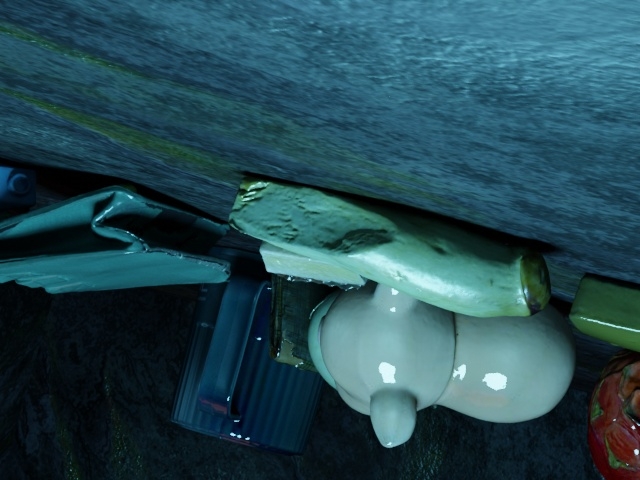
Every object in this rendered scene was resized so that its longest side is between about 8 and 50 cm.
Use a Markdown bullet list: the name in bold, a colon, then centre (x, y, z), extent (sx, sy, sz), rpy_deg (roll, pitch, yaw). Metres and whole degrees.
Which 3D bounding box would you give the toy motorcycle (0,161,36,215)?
- **toy motorcycle**: centre (-0.561, -0.071, 2.140), extent (0.416, 0.172, 0.232), rpy_deg (8, 164, -26)

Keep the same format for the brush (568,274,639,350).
- **brush**: centre (0.352, 0.089, 1.852), extent (0.123, 0.059, 0.197), rpy_deg (16, 174, 19)

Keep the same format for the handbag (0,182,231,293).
- **handbag**: centre (-0.283, 0.001, 2.193), extent (0.274, 0.100, 0.268), rpy_deg (-8, 168, 27)

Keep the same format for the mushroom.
- **mushroom**: centre (0.070, 0.007, 1.682), extent (0.333, 0.087, 0.107), rpy_deg (17, 175, 2)

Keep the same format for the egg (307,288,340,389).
- **egg**: centre (0.100, 0.153, 2.426), extent (0.253, 0.186, 0.186), rpy_deg (21, 172, -19)

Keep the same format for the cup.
- **cup**: centre (-0.090, 0.179, 2.642), extent (0.242, 0.292, 0.308), rpy_deg (17, 175, -17)

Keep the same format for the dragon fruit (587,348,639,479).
- **dragon fruit**: centre (0.472, 0.250, 2.278), extent (0.241, 0.241, 0.252), rpy_deg (16, -174, -8)

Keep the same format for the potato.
- **potato**: centre (0.002, 0.000, 1.785), extent (0.122, 0.086, 0.061), rpy_deg (10, 163, 23)

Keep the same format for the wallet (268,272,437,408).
- **wallet**: centre (0.058, 0.141, 2.550), extent (0.317, 0.169, 0.044), rpy_deg (19, 150, -31)

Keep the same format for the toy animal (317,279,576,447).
- **toy animal**: centre (0.155, 0.137, 2.118), extent (0.326, 0.237, 0.269), rpy_deg (8, -179, 18)
